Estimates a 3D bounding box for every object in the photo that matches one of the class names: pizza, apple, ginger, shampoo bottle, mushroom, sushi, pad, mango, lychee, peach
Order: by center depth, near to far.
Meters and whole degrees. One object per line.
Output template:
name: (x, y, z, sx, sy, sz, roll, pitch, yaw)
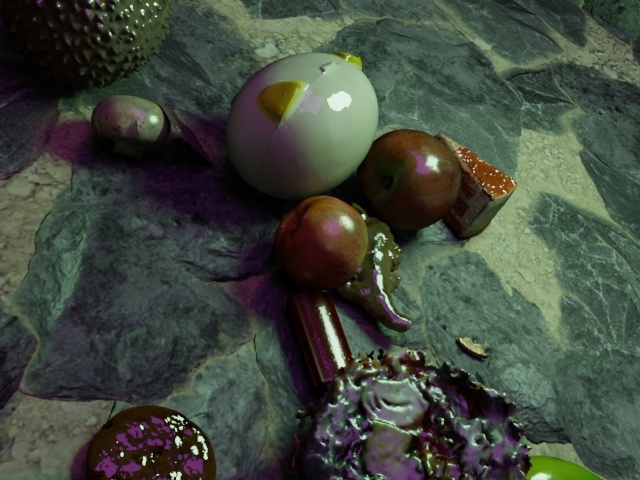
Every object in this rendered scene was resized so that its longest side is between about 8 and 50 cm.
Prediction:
sushi: (0.144, 0.373, 1.249, 0.418, 0.176, 0.417, 5, 63, -11)
mango: (0.459, 0.504, 1.392, 0.343, 0.156, 0.192, 11, 56, -25)
shampoo bottle: (0.013, 0.223, 1.453, 0.102, 0.064, 0.260, -1, 53, -29)
apple: (0.000, 0.000, 1.541, 0.164, 0.209, 0.209, 31, 42, -22)
mushroom: (-0.403, -0.243, 1.578, 0.166, 0.166, 0.127, 5, 88, -25)
lychee: (-0.521, -0.531, 1.603, 0.381, 0.432, 0.380, -8, 55, 12)
pad: (-0.297, -0.240, 1.635, 0.113, 0.006, 0.188, 56, 4, 24)
ginger: (0.108, 0.057, 1.647, 0.166, 0.080, 0.332, 4, 56, -7)
pizza: (0.340, 0.240, 1.655, 0.083, 0.016, 0.037, 30, 45, 3)
peach: (0.218, -0.149, 1.777, 0.253, 0.252, 0.252, 15, 47, -17)

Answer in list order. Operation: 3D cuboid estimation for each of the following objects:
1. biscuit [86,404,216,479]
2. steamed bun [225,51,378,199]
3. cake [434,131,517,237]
biscuit: (-0.268, 0.362, 1.195, 0.212, 0.036, 0.212, 16, 47, -18)
steamed bun: (-0.038, -0.257, 1.660, 0.334, 0.334, 0.374, 39, 44, 6)
cake: (0.384, -0.155, 1.926, 0.160, 0.158, 0.262, -5, 54, -38)
